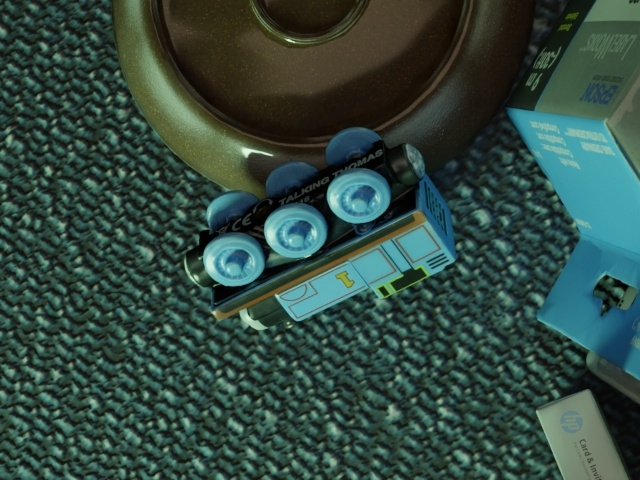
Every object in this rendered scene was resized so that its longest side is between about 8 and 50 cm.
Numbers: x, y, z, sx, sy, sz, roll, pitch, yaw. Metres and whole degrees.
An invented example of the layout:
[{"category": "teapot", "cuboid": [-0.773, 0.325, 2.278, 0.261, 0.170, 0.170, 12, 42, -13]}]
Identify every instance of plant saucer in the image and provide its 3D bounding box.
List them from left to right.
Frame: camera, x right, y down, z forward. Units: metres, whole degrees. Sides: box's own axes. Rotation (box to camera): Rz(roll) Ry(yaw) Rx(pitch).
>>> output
[{"category": "plant saucer", "cuboid": [-0.005, -0.178, 1.251, 0.311, 0.050, 0.310, -1, 86, 10]}]

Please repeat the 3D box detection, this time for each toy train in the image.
[{"category": "toy train", "cuboid": [0.000, 0.000, 1.208, 0.184, 0.080, 0.105, -27, 120, 17]}]

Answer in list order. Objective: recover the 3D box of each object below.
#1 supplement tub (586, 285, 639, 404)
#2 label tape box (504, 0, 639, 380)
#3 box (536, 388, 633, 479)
[{"category": "supplement tub", "cuboid": [0.267, 0.032, 1.146, 0.117, 0.117, 0.190, 31, 91, 12]}, {"category": "label tape box", "cuboid": [0.211, -0.099, 1.097, 0.106, 0.240, 0.333, 31, 91, -10]}, {"category": "box", "cuboid": [0.183, 0.166, 1.115, 0.038, 0.186, 0.145, -23, 81, 8]}]
